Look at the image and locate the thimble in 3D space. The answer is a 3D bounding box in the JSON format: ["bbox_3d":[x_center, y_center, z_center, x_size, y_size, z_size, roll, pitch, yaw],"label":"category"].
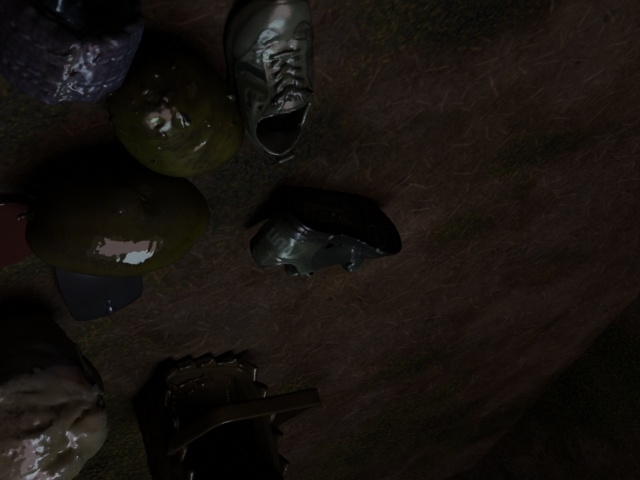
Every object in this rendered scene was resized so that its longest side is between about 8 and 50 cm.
[{"bbox_3d":[-0.258,-0.217,1.119,0.150,0.150,0.098,-8,151,-36],"label":"thimble"}]

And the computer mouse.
[{"bbox_3d":[-0.328,0.059,1.656,0.120,0.057,0.232,-21,153,-14],"label":"computer mouse"}]

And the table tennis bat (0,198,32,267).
[{"bbox_3d":[-0.445,-0.020,1.443,0.138,0.022,0.246,-33,156,8],"label":"table tennis bat"}]

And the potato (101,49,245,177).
[{"bbox_3d":[-0.176,-0.153,1.364,0.149,0.113,0.251,-39,162,6],"label":"potato"}]

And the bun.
[{"bbox_3d":[-0.425,0.238,1.650,0.204,0.281,0.281,-33,154,8],"label":"bun"}]

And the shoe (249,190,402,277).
[{"bbox_3d":[0.000,0.003,1.834,0.149,0.109,0.293,-38,150,28],"label":"shoe"}]

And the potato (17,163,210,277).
[{"bbox_3d":[-0.269,-0.024,1.448,0.251,0.159,0.174,1,152,-33],"label":"potato"}]

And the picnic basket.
[{"bbox_3d":[-0.177,0.354,2.078,0.254,0.291,0.321,-1,156,-42],"label":"picnic basket"}]

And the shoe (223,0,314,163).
[{"bbox_3d":[-0.055,-0.207,1.399,0.103,0.098,0.275,-24,153,-18],"label":"shoe"}]
